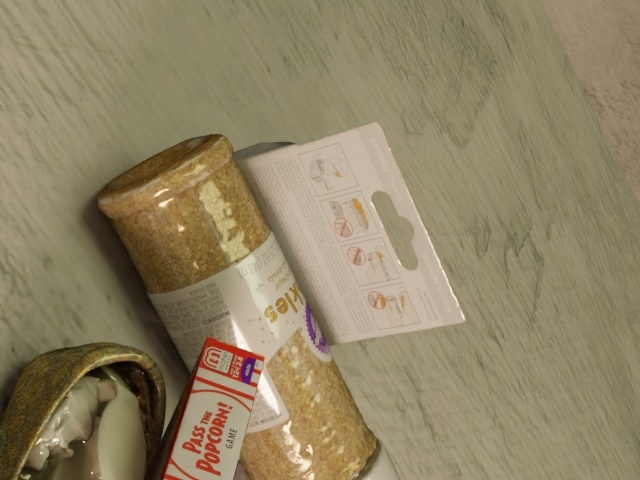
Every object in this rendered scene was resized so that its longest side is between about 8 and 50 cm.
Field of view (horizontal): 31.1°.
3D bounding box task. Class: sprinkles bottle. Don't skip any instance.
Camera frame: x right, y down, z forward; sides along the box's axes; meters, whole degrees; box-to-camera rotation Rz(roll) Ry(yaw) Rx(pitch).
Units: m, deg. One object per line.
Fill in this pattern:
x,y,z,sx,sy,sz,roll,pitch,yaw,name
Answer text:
-0.055,0.091,0.967,0.355,0.121,0.121,64,30,-15,sprinkles bottle

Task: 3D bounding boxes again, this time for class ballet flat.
-0.173,0.204,0.706,0.123,0.123,0.349,50,36,-35,ballet flat

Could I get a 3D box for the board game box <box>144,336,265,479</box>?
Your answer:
-0.098,0.181,0.785,0.045,0.193,0.147,20,45,-7,board game box

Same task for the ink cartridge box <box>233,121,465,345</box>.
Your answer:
0.000,0.000,0.994,0.189,0.232,0.066,64,33,-15,ink cartridge box
